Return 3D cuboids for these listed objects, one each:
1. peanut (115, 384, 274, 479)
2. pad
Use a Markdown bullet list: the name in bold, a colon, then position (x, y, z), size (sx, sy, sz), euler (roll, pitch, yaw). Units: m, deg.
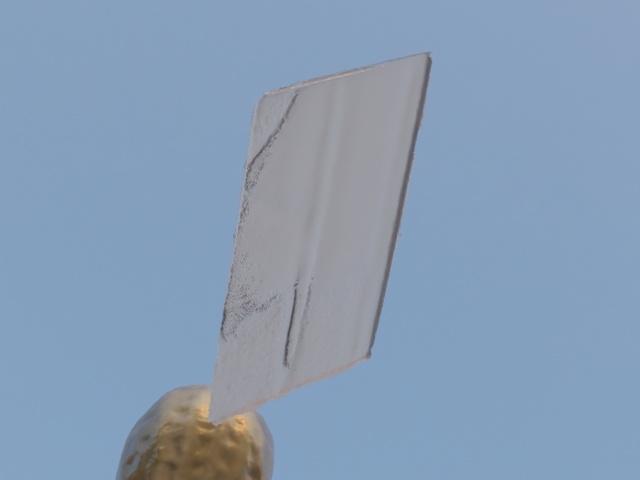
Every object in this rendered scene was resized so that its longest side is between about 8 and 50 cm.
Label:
- **peanut**: position (-0.106, 0.226, 1.140), size (0.124, 0.123, 0.256), euler (21, -123, -11)
- **pad**: position (0.000, 0.000, 0.969), size (0.156, 0.004, 0.232), euler (-20, -50, -43)
